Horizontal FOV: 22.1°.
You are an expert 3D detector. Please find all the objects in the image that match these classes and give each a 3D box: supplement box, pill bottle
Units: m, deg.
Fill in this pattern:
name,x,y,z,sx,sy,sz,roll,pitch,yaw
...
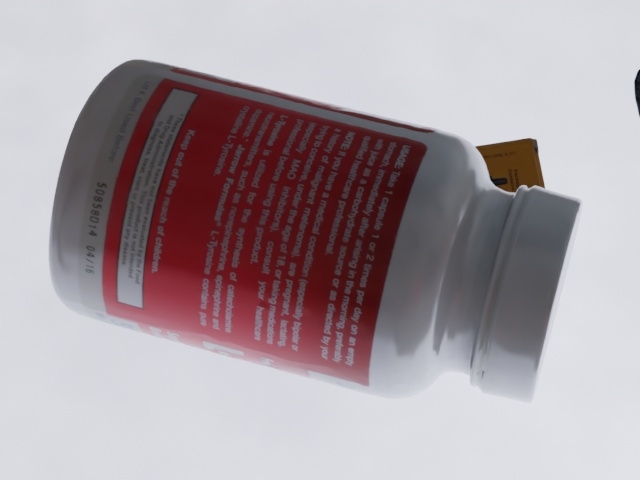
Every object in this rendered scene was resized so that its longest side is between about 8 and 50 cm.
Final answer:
name,x,y,z,sx,sy,sz,roll,pitch,yaw
supplement box,0.112,-0.048,1.697,0.233,0.080,0.078,-8,-99,-5
pill bottle,0.000,0.000,1.370,0.407,0.229,0.229,15,-135,10

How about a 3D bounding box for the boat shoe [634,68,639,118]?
name,x,y,z,sx,sy,sz,roll,pitch,yaw
boat shoe,0.334,-0.074,1.443,0.065,0.183,0.083,-36,161,35
